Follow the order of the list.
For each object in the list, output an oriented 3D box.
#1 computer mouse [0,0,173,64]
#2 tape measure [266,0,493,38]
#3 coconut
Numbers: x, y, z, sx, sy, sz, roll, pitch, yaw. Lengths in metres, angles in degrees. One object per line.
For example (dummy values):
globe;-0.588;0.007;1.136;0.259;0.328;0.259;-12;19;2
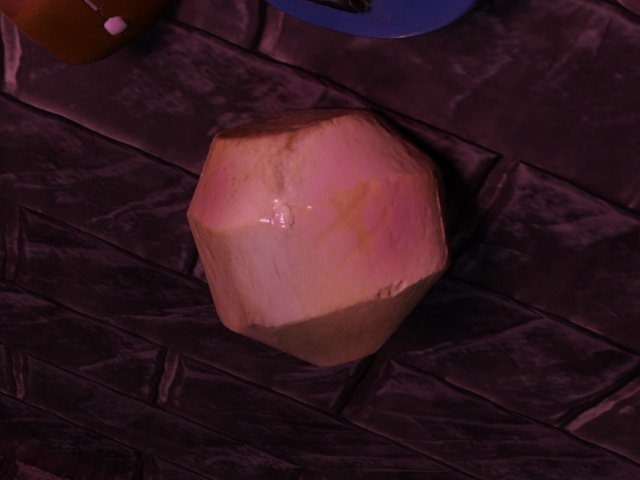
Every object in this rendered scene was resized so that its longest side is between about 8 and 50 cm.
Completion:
computer mouse;-0.218;-0.234;1.132;0.126;0.056;0.245;-34;142;8
tape measure;-0.032;-0.253;0.956;0.351;0.098;0.215;16;154;-2
coconut;0.000;0.000;1.279;0.259;0.259;0.259;17;151;10
